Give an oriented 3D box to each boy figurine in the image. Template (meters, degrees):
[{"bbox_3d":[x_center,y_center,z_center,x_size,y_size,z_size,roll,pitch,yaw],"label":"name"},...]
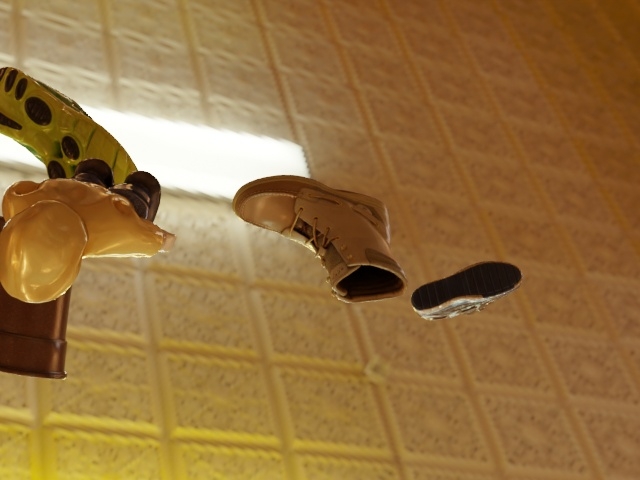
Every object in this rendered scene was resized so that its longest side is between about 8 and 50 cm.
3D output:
[{"bbox_3d":[-0.233,-0.013,1.362,0.177,0.092,0.285,14,-164,3],"label":"boy figurine"}]

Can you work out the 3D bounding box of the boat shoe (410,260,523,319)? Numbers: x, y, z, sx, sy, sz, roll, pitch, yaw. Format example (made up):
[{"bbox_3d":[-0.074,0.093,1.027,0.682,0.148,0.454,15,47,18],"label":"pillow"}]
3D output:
[{"bbox_3d":[0.240,0.083,2.238,0.183,0.066,0.066,-14,-121,13],"label":"boat shoe"}]

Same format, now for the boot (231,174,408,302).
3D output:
[{"bbox_3d":[0.000,0.000,1.737,0.213,0.077,0.165,10,-145,-19],"label":"boot"}]

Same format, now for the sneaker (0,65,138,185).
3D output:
[{"bbox_3d":[-0.299,-0.116,1.714,0.295,0.109,0.123,44,-166,26],"label":"sneaker"}]

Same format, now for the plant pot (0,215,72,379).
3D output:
[{"bbox_3d":[-0.349,0.058,1.562,0.166,0.165,0.167,13,179,0],"label":"plant pot"}]
